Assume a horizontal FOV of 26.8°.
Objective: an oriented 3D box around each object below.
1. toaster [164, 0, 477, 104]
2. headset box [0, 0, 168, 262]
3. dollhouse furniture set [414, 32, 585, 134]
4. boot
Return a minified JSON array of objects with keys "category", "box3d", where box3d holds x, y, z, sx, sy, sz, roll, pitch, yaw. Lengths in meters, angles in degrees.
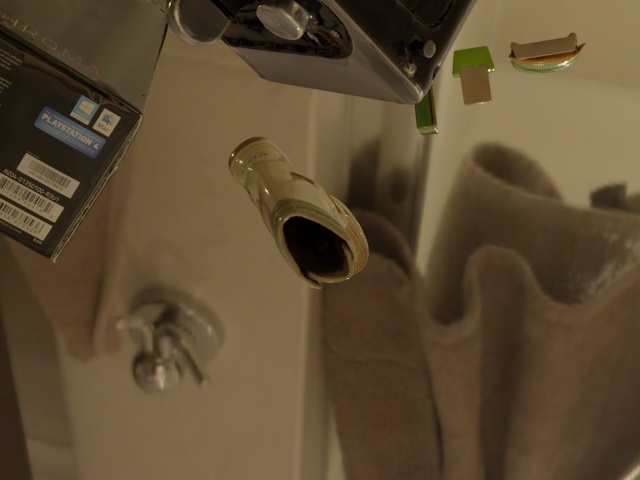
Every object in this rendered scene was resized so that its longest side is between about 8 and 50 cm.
[{"category":"toaster","box3d":[-0.008,-0.159,0.401,0.110,0.168,0.185,10,-115,49]},{"category":"headset box","box3d":[-0.245,-0.151,0.960,0.246,0.131,0.283,31,-158,-14]},{"category":"dollhouse furniture set","box3d":[0.156,-0.134,1.167,0.152,0.076,0.058,-8,-97,9]},{"category":"boot","box3d":[0.000,0.000,1.397,0.077,0.213,0.165,-41,-143,5]}]
